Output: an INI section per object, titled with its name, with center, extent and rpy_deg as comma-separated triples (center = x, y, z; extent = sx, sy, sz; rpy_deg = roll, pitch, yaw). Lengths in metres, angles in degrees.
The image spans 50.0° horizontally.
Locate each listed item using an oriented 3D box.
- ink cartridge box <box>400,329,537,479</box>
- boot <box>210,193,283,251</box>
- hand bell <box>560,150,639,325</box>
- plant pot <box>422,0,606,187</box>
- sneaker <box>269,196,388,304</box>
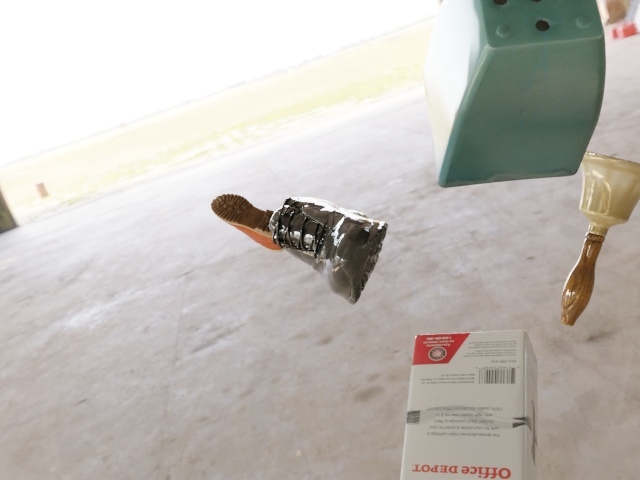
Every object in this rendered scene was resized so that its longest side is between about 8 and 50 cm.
[ink cartridge box]
center = 0.251, 0.297, 1.137
extent = 0.196, 0.114, 0.273
rpy_deg = -6, 51, 25
[boot]
center = -0.130, -0.028, 1.257
extent = 0.157, 0.085, 0.059
rpy_deg = 25, 64, 18
[hand bell]
center = 0.384, 0.005, 0.963
extent = 0.126, 0.242, 0.126
rpy_deg = 13, 10, -2
[plant pot]
center = 0.206, -0.186, 0.730
extent = 0.165, 0.166, 0.234
rpy_deg = -5, -20, 3
[sneaker]
center = 0.000, 0.000, 0.860
extent = 0.130, 0.109, 0.286
rpy_deg = 22, 2, -9
